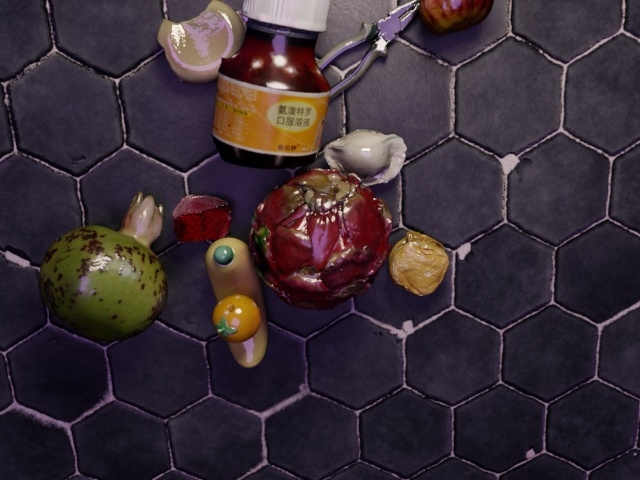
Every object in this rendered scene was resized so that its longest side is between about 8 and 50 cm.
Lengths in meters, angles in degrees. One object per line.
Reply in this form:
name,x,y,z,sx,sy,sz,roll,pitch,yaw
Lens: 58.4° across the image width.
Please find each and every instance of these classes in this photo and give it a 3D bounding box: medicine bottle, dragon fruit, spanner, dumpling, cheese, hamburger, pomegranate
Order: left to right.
pomegranate,-0.459,0.050,1.296,0.285,0.285,0.341,32,72,-9
dragon fruit,-0.286,-0.054,1.344,0.147,0.096,0.102,-8,119,-31
cheese,-0.208,-0.453,1.240,0.286,0.082,0.163,-28,105,3
medicine bottle,-0.095,-0.353,1.162,0.242,0.242,0.395,5,115,-3
dragon fruit,-0.003,0.000,1.255,0.329,0.329,0.329,0,105,-2
spanner,0.096,-0.424,1.274,0.325,0.040,0.095,-38,102,9
dumpling,0.102,-0.186,1.310,0.188,0.108,0.127,-3,128,-1
hamburger,0.233,0.056,1.385,0.138,0.083,0.147,22,105,-11

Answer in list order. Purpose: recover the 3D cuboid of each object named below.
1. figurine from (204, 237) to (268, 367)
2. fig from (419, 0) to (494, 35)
figurine,-0.189,0.150,1.325,0.124,0.222,0.324,-9,104,-2
fig,0.292,-0.526,1.196,0.149,0.148,0.202,16,103,-7
